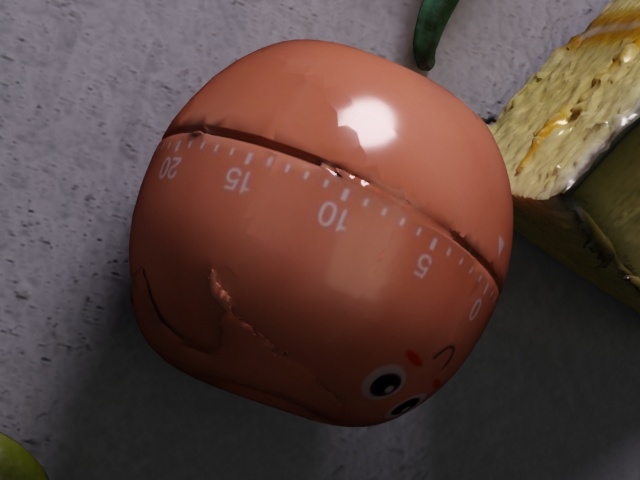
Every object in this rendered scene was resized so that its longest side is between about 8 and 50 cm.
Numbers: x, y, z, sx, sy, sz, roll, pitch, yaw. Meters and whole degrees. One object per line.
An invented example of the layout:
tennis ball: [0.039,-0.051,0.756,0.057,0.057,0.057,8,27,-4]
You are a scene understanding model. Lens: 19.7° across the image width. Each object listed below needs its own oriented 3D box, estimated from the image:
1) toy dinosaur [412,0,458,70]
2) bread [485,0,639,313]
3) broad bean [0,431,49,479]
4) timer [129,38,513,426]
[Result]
toy dinosaur: [0.095,-0.265,1.222,0.120,0.079,0.292,23,89,-29]
bread: [0.326,-0.062,1.310,0.405,0.242,0.346,39,81,-25]
broad bean: [-0.257,0.129,1.088,0.325,0.067,0.075,26,54,-28]
timer: [0.000,0.000,1.117,0.229,0.229,0.215,30,81,-30]
